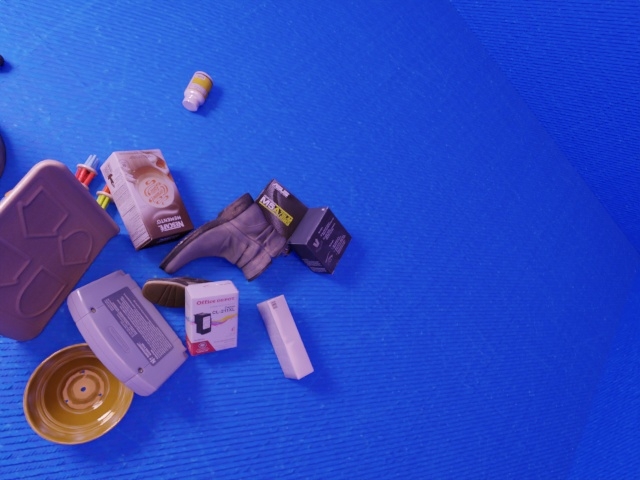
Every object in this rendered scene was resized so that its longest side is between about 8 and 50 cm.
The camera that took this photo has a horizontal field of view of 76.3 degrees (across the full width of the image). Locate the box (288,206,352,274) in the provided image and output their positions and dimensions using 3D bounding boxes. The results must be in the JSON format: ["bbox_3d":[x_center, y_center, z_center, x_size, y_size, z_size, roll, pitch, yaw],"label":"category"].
[{"bbox_3d":[0.000,0.000,1.316,0.158,0.093,0.155,51,57,-34],"label":"box"}]

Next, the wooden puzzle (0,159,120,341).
[{"bbox_3d":[-0.639,0.028,0.898,0.081,0.322,0.347,25,65,11],"label":"wooden puzzle"}]

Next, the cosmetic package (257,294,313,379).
[{"bbox_3d":[-0.106,0.286,1.210,0.061,0.099,0.238,-20,87,-33],"label":"cosmetic package"}]

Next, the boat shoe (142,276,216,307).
[{"bbox_3d":[-0.374,0.137,1.124,0.224,0.080,0.073,12,27,-30],"label":"boat shoe"}]

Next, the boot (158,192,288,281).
[{"bbox_3d":[-0.264,0.039,1.169,0.338,0.118,0.222,-40,102,-16],"label":"boot"}]

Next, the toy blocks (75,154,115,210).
[{"bbox_3d":[-0.601,-0.149,1.092,0.123,0.054,0.148,24,67,-20],"label":"toy blocks"}]

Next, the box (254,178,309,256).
[{"bbox_3d":[-0.135,-0.074,1.320,0.191,0.045,0.184,41,65,-13],"label":"box"}]

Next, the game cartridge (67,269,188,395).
[{"bbox_3d":[-0.467,0.223,0.998,0.297,0.062,0.198,55,21,-4],"label":"game cartridge"}]

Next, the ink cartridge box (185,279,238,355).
[{"bbox_3d":[-0.294,0.207,1.099,0.128,0.072,0.175,-5,113,-28],"label":"ink cartridge box"}]

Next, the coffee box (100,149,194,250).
[{"bbox_3d":[-0.465,-0.112,1.103,0.141,0.098,0.246,-23,88,-52],"label":"coffee box"}]

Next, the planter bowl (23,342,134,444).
[{"bbox_3d":[-0.559,0.353,0.958,0.217,0.090,0.217,8,72,-26],"label":"planter bowl"}]

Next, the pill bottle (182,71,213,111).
[{"bbox_3d":[-0.388,-0.467,1.281,0.065,0.065,0.116,27,66,-19],"label":"pill bottle"}]

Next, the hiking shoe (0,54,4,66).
[{"bbox_3d":[-0.913,-0.435,0.998,0.227,0.086,0.114,-13,126,-47],"label":"hiking shoe"}]

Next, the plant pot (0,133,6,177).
[{"bbox_3d":[-0.877,-0.236,0.842,0.324,0.280,0.322,7,74,-27],"label":"plant pot"}]
